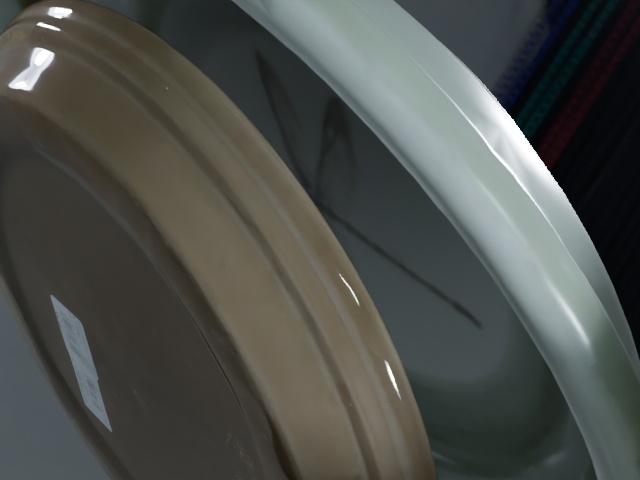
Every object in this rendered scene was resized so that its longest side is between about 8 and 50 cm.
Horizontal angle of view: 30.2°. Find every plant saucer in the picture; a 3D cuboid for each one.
[{"bbox_3d":[-0.062,0.042,0.467,0.278,0.041,0.278,39,-33,32],"label":"plant saucer"},{"bbox_3d":[0.000,0.000,0.523,0.400,0.100,0.400,39,-26,23],"label":"plant saucer"}]
